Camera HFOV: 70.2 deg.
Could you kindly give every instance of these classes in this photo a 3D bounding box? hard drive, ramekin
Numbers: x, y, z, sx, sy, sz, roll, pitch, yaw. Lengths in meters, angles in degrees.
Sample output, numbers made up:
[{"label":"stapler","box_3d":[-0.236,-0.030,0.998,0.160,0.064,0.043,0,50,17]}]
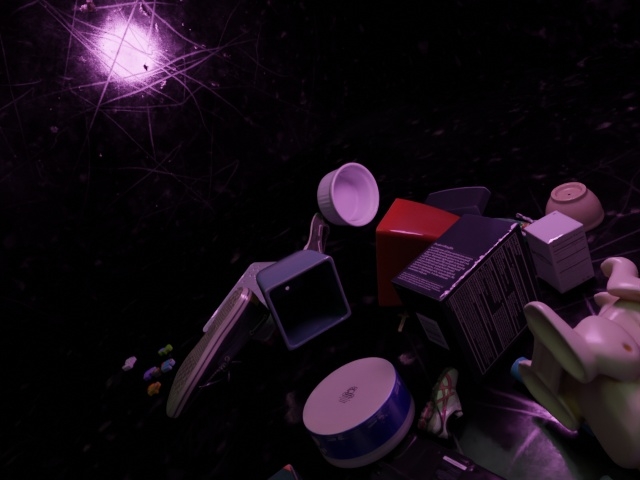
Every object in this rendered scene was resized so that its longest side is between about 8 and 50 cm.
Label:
[{"label":"hard drive","box_3d":[0.513,-0.140,1.767,0.254,0.054,0.172,-4,36,40]},{"label":"ramekin","box_3d":[0.117,-0.194,2.022,0.135,0.277,0.277,-7,34,52]}]

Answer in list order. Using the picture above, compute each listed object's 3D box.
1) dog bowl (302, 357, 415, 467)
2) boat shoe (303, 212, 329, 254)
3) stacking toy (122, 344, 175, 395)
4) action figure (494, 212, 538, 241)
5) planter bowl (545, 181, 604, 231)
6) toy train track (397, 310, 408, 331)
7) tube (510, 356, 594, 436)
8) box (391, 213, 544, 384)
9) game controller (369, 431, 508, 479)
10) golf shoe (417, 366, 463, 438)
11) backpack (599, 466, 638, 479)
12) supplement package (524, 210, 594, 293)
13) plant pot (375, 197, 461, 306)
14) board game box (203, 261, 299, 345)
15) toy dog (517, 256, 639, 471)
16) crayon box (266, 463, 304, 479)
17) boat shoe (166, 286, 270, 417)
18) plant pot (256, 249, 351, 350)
[{"label":"dog bowl","box_3d":[0.092,0.415,1.123,0.264,0.104,0.265,-28,15,8]},{"label":"boat shoe","box_3d":[0.000,0.000,1.991,0.095,0.112,0.335,-1,41,15]},{"label":"stacking toy","box_3d":[-0.593,0.475,1.680,0.221,0.167,0.052,-24,28,13]},{"label":"action figure","box_3d":[0.639,-0.039,1.470,0.232,0.063,0.137,4,45,46]},{"label":"planter bowl","box_3d":[0.775,-0.110,1.404,0.162,0.109,0.162,-23,27,13]},{"label":"toy train track","box_3d":[0.257,0.249,1.405,0.048,0.014,0.083,0,45,33]},{"label":"tube","box_3d":[0.515,0.329,0.987,0.080,0.052,0.207,-43,35,-11]},{"label":"box","box_3d":[0.383,0.141,1.159,0.294,0.296,0.182,-38,28,-18]},{"label":"game controller","box_3d":[0.251,0.510,0.934,0.166,0.067,0.319,-30,24,-33]},{"label":"golf shoe","box_3d":[0.301,0.387,1.086,0.085,0.068,0.186,22,49,22]},{"label":"backpack","box_3d":[0.463,0.467,0.723,0.182,0.115,0.152,-37,30,-8]},{"label":"supplement package","box_3d":[0.639,0.031,1.218,0.105,0.179,0.105,-29,27,2]},{"label":"plant pot","box_3d":[0.324,0.041,1.409,0.235,0.267,0.267,5,27,23]},{"label":"board game box","box_3d":[-0.238,0.240,1.835,0.389,0.050,0.390,-4,41,41]},{"label":"toy dog","box_3d":[0.633,0.194,0.820,0.407,0.285,0.395,-25,32,-7]},{"label":"crayon box","box_3d":[-0.135,0.633,0.927,0.318,0.202,0.081,-34,27,-9]},{"label":"boat shoe","box_3d":[-0.350,0.399,1.564,0.500,0.156,0.186,-55,21,-8]},{"label":"plant pot","box_3d":[-0.087,0.171,1.572,0.247,0.247,0.252,-28,27,-17]}]
